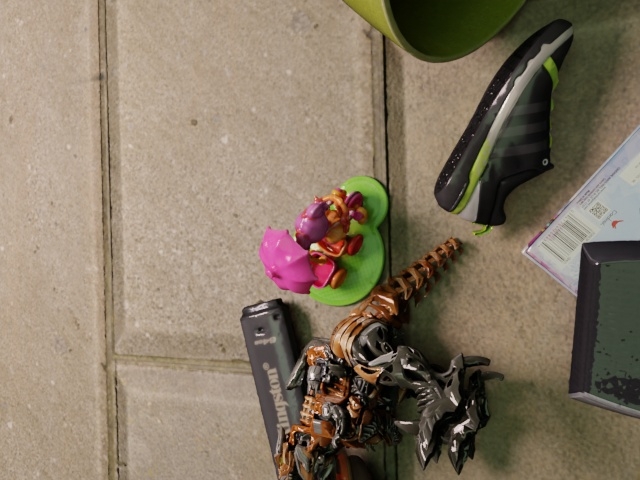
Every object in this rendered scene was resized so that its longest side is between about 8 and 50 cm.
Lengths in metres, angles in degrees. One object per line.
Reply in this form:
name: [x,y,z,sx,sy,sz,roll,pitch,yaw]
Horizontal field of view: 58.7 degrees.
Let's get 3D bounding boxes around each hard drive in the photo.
hard drive: [0.355,0.089,0.485,0.254,0.054,0.172,5,94,24]

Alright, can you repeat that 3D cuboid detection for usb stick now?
usb stick: [-0.044,0.215,0.733,0.077,0.045,0.278,-18,83,32]

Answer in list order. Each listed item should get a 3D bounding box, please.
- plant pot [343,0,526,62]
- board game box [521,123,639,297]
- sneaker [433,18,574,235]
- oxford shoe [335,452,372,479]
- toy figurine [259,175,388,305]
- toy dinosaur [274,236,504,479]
plant pot: [0.060,-0.371,0.588,0.293,0.274,0.275,40,106,33]
board game box: [0.419,-0.003,0.521,0.318,0.066,0.319,44,107,17]
sneaker: [0.214,-0.116,0.617,0.097,0.084,0.235,28,104,-4]
oxford shoe: [0.094,0.377,0.670,0.098,0.097,0.272,-19,74,-11]
toy figurine: [0.000,0.000,0.652,0.130,0.159,0.173,32,102,20]
toy dinosaur: [0.069,0.146,0.636,0.218,0.164,0.322,27,105,36]
